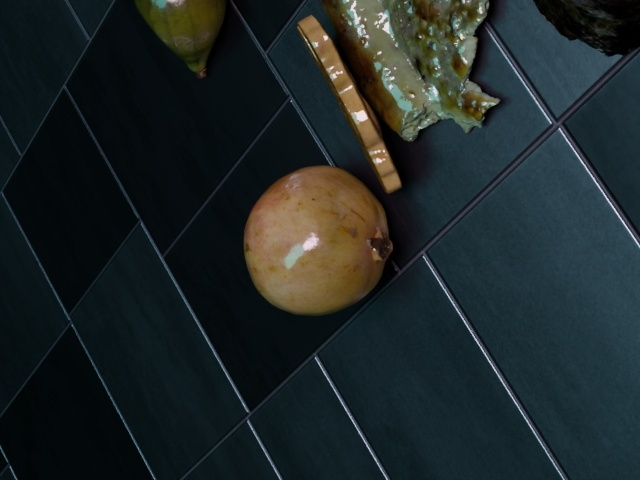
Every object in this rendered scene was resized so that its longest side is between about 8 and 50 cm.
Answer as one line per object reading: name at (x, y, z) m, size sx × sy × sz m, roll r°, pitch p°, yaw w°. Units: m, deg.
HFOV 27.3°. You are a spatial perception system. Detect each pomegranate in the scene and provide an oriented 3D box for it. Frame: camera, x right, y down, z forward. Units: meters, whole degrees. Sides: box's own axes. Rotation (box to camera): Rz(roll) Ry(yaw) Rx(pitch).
pomegranate at (-0.004, 0.000, 1.653) m, size 0.191 × 0.191 × 0.191 m, roll 18°, pitch 115°, yaw 43°

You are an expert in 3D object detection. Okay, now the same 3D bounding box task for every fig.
fig at (-0.176, -0.317, 1.808) m, size 0.126 × 0.185 × 0.133 m, roll -50°, pitch 54°, yaw -2°

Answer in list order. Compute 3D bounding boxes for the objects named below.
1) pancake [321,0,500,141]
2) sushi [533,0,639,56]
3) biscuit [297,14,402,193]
pancake at (0.096, -0.323, 1.525) m, size 0.305 × 0.067 × 0.427 m, roll 25°, pitch 120°, yaw 39°
sushi at (0.250, -0.330, 1.246) m, size 0.211 × 0.171 × 0.350 m, roll -29°, pitch 64°, yaw 5°
biscuit at (0.038, -0.166, 1.601) m, size 0.040 × 0.144 × 0.236 m, roll -30°, pitch 94°, yaw 6°
